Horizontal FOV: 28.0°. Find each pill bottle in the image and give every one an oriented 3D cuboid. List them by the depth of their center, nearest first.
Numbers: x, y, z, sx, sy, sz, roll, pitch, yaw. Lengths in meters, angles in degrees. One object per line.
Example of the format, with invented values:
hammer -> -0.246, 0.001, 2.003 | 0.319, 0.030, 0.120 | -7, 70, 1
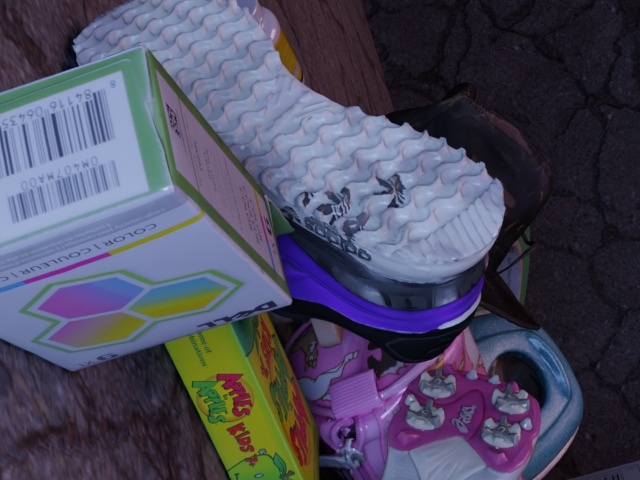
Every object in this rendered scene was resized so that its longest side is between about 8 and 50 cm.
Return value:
pill bottle -> -0.061, -0.175, 1.180 | 0.116, 0.065, 0.065 | 60, 14, -54

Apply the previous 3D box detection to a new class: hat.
hat -> 0.127, -0.063, 1.168 | 0.331, 0.134, 0.331 | 44, 12, -12

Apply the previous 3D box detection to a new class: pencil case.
pencil case -> 0.096, 0.223, 1.048 | 0.160, 0.167, 0.386 | 33, -29, 57

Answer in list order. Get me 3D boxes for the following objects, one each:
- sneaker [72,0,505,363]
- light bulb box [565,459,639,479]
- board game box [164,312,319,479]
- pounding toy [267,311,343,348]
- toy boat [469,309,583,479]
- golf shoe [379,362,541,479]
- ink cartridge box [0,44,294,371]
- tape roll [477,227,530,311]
sneaker -> -0.030, -0.026, 0.728 | 0.293, 0.102, 0.146 | 37, -30, 29
light bulb box -> 0.360, 0.480, 1.511 | 0.225, 0.357, 0.361 | -59, 131, -76
board game box -> -0.050, 0.080, 0.792 | 0.092, 0.043, 0.181 | -92, 162, -63
pounding toy -> -0.002, -0.025, 0.936 | 0.269, 0.154, 0.154 | -77, 153, -74
toy boat -> 0.121, 0.113, 1.281 | 0.318, 0.267, 0.148 | 54, -36, 6
golf shoe -> 0.057, 0.210, 0.805 | 0.306, 0.115, 0.140 | -45, 147, -49
ink cartridge box -> -0.081, 0.004, 0.539 | 0.209, 0.109, 0.062 | 52, 22, -68
tape roll -> 0.180, 0.108, 1.574 | 0.321, 0.077, 0.321 | 13, 90, -72
